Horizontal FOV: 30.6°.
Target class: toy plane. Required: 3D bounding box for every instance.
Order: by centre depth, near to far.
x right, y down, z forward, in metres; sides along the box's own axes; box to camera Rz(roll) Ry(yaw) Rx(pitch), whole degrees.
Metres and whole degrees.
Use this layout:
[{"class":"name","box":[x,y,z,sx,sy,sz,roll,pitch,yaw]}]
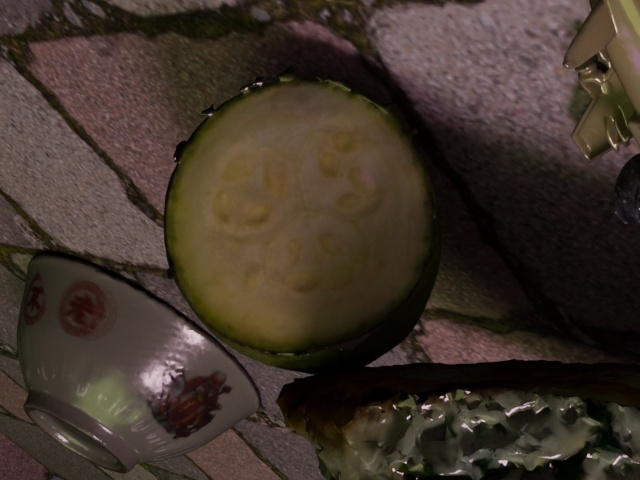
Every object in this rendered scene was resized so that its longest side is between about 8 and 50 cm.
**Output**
[{"class":"toy plane","box":[0.179,-0.054,0.536,0.244,0.092,0.229,45,167,-32]}]

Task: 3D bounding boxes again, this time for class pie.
[{"class":"pie","box":[0.146,0.125,0.729,0.354,0.103,0.288,1,173,12]}]

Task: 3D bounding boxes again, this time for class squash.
[{"class":"squash","box":[0.000,0.000,0.822,0.189,0.189,0.260,27,178,12]}]

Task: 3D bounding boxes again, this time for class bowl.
[{"class":"bowl","box":[-0.252,0.178,1.412,0.337,0.158,0.337,25,155,13]}]
